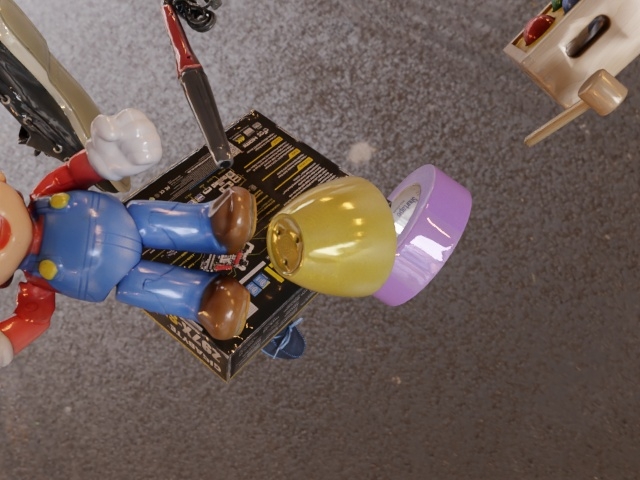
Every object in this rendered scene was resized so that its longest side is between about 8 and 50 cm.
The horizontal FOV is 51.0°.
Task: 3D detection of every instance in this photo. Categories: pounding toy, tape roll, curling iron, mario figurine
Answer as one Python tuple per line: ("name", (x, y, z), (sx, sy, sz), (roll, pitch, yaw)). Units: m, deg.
("pounding toy", (0.258, -0.194, 0.710), (0.181, 0.094, 0.206), (-45, 11, 20))
("tape roll", (0.170, -0.011, 1.303), (0.274, 0.090, 0.275), (-52, 13, 17))
("curling iron", (-0.126, -0.185, 0.708), (0.068, 0.035, 0.274), (-22, 56, 10))
("mario figurine", (-0.210, 0.005, 0.529), (0.170, 0.321, 0.198), (112, 156, -42))

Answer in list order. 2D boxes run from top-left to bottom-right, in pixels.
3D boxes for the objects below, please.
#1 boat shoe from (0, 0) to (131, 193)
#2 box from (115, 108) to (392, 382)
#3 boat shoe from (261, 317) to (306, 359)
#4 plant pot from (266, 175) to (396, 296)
("boat shoe", (-0.403, -0.184, 0.973), (0.113, 0.340, 0.127), (-24, 47, 5))
("box", (-0.103, -0.012, 0.886), (0.257, 0.079, 0.322), (37, 57, 16))
("boat shoe", (-0.106, 0.185, 1.446), (0.089, 0.258, 0.109), (-11, 52, 36))
("plant pot", (0.000, 0.000, 0.712), (0.134, 0.095, 0.134), (10, 103, 51))
